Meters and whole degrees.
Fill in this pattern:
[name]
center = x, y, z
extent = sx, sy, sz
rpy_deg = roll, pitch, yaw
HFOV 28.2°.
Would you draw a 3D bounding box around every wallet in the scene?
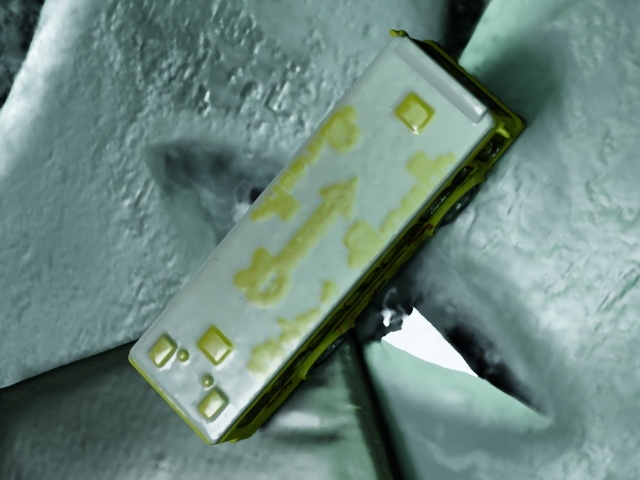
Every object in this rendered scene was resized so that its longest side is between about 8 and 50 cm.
[wallet]
center = -0.076, 0.135, 0.726
extent = 0.245, 0.052, 0.169
rpy_deg = -19, 83, 19

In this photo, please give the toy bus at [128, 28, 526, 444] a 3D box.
[toy bus]
center = 0.000, 0.000, 0.649
extent = 0.081, 0.074, 0.226
rpy_deg = 46, 104, 16
